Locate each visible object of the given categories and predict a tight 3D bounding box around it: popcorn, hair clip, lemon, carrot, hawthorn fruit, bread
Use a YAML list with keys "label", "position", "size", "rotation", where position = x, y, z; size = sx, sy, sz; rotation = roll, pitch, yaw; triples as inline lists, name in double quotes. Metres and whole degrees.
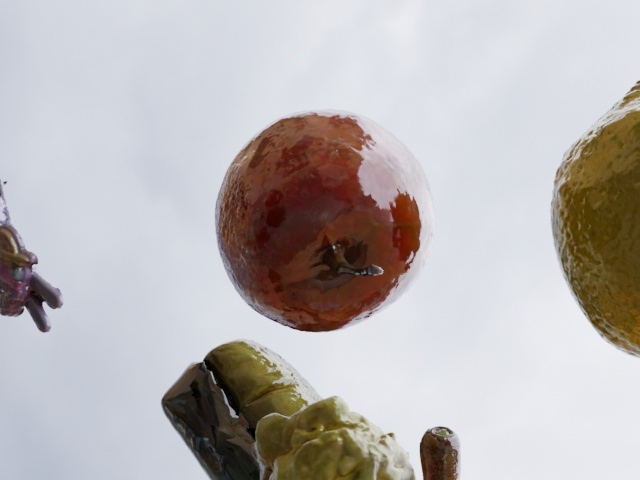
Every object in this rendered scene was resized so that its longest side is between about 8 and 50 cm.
- label: "popcorn"
  position: [0.015, 0.277, 1.509]
  size: [0.155, 0.197, 0.197]
  rotation: [-110, -155, -52]
- label: "hair clip"
  position: [-0.452, 0.017, 1.824]
  size: [0.137, 0.090, 0.278]
  rotation: [-56, -130, 27]
- label: "lemon"
  position: [0.361, -0.018, 1.341]
  size: [0.253, 0.253, 0.310]
  rotation: [-25, -104, 53]
- label: "carrot"
  position: [0.156, 0.319, 1.679]
  size: [0.055, 0.055, 0.161]
  rotation: [16, -66, 47]
- label: "hawthorn fruit"
  position: [-0.009, -0.016, 1.339]
  size: [0.235, 0.263, 0.231]
  rotation: [-45, -105, 33]
- label: "bread"
  position: [-0.064, 0.313, 1.920]
  size: [0.376, 0.208, 0.251]
  rotation: [45, -5, 31]
